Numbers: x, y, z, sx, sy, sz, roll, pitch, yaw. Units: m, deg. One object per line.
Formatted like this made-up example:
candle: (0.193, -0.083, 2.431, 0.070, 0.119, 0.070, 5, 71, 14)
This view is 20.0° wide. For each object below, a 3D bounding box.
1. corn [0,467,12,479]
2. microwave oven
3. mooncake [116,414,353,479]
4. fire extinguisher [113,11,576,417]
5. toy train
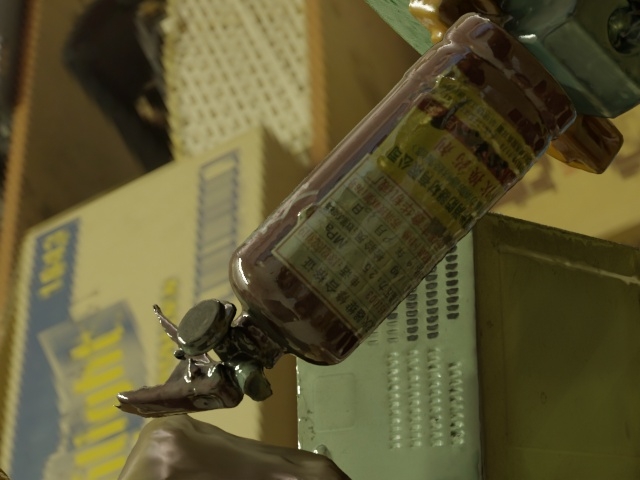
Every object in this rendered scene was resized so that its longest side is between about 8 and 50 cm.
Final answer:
corn: (-0.153, 0.214, 0.620, 0.144, 0.144, 0.387, 54, -165, -26)
microwave oven: (0.167, 0.152, 1.831, 0.394, 0.247, 0.333, 12, -109, -51)
mooncake: (-0.101, 0.335, 1.383, 0.246, 0.393, 0.394, 18, -168, -4)
fire extinguisher: (0.006, 0.006, 0.863, 0.075, 0.252, 0.106, 44, 176, -12)
toy train: (0.183, -0.228, 1.122, 0.178, 0.429, 0.249, 40, 168, -31)
